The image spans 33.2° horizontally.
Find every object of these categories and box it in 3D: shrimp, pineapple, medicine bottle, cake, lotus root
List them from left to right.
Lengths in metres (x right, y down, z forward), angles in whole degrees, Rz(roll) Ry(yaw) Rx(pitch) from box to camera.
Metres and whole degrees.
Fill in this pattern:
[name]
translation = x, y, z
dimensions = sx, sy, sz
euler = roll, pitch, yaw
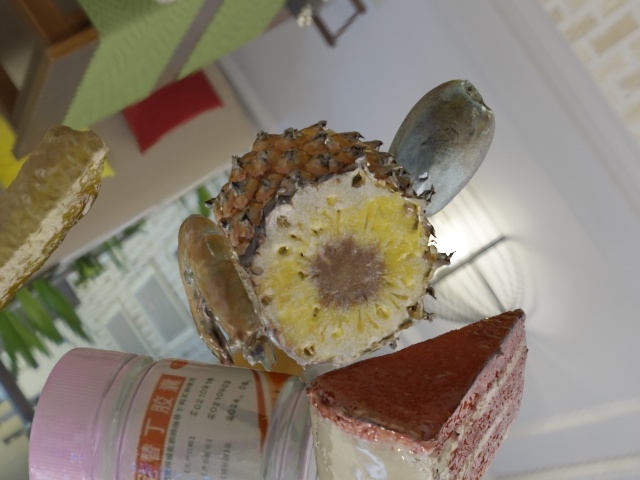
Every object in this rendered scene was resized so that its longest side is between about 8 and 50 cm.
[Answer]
[medicine bottle]
translation = -0.151, 0.239, 1.233
dimensions = 0.316, 0.202, 0.202
euler = 6, -172, 12
[shrimp]
translation = -0.098, 0.059, 1.066
dimensions = 0.051, 0.187, 0.132
euler = -16, 143, -20
[pineapple]
translation = 0.001, -0.003, 1.578
dimensions = 0.352, 0.352, 0.300
euler = -34, -157, 2
[cake]
translation = 0.098, 0.177, 1.087
dimensions = 0.159, 0.158, 0.262
euler = 10, -152, 27
[lotus root]
translation = 0.180, -0.131, 1.864
dimensions = 0.140, 0.158, 0.322
euler = 7, 125, -39

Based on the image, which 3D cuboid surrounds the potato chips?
[potato chips]
translation = -0.296, 0.079, 0.759
dimensions = 0.407, 0.057, 0.080
euler = -49, 166, -11
